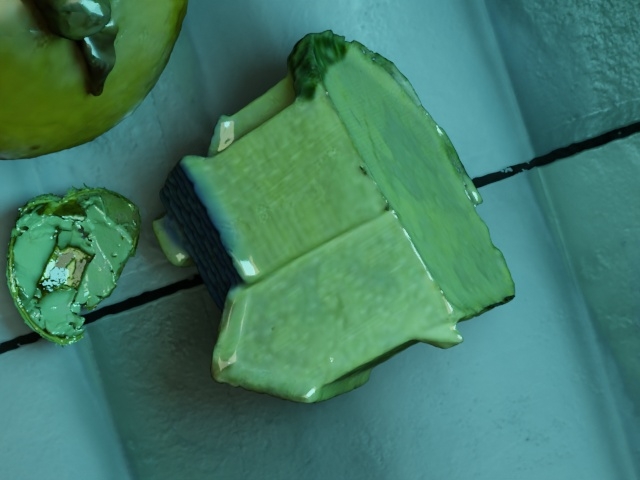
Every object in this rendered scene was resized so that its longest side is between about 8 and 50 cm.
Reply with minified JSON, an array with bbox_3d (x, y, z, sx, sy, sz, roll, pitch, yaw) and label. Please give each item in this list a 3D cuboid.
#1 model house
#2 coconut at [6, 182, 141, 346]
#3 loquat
[{"bbox_3d":[0.000,0.000,1.818,0.266,0.261,0.321,-32,82,19],"label":"model house"},{"bbox_3d":[-0.247,0.012,1.837,0.133,0.055,0.158,44,85,-9],"label":"coconut"},{"bbox_3d":[-0.268,-0.227,1.670,0.328,0.359,0.328,-7,108,-23],"label":"loquat"}]
